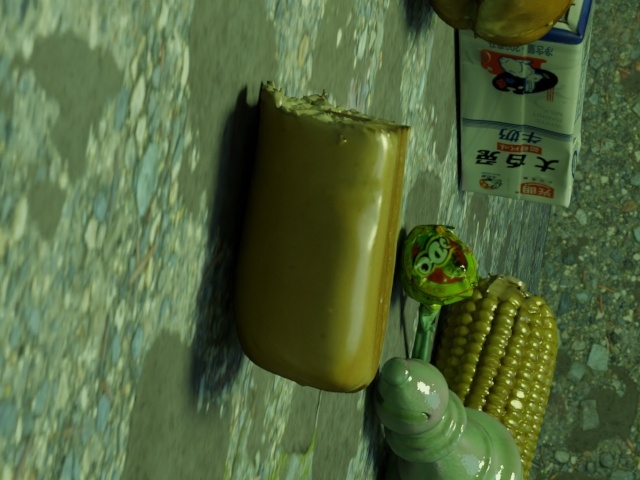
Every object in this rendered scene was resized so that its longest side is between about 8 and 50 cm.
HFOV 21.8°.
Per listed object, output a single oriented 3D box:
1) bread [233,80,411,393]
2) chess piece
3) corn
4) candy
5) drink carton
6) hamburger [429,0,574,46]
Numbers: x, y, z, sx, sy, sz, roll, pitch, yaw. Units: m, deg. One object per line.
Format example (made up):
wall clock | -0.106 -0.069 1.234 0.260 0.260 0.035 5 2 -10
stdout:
bread | -0.002 0.000 0.946 0.134 0.085 0.173 -23 121 -80
chess piece | 0.101 0.179 1.566 0.272 0.139 0.139 59 40 -54
corn | 0.181 0.225 1.891 0.144 0.144 0.387 66 34 -70
candy | 0.105 0.066 1.609 0.262 0.073 0.077 92 -15 -61
drink carton | 0.217 -0.164 1.773 0.315 0.130 0.107 83 21 -57
hamburger | 0.155 -0.240 1.375 0.283 0.144 0.157 60 41 -76
